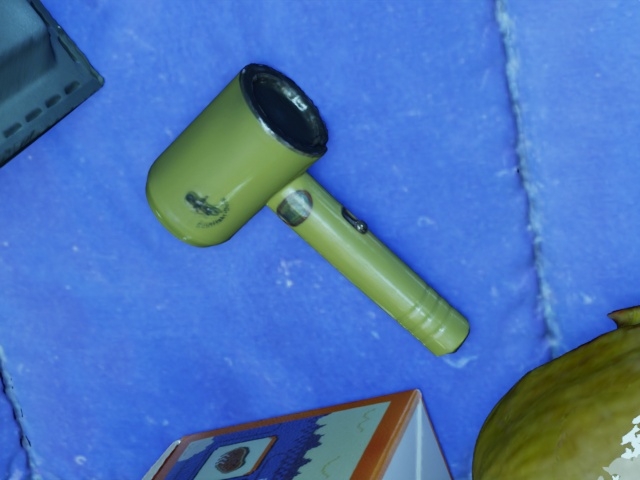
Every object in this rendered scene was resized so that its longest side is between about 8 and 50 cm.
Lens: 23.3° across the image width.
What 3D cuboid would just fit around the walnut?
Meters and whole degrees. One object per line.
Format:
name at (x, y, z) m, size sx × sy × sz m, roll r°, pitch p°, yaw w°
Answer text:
walnut at (0.252, 0.157, 1.159) m, size 0.298 × 0.203 × 0.203 m, roll -27°, pitch 103°, yaw 22°

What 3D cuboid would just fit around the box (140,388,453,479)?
box at (-0.013, 0.360, 1.259) m, size 0.257 × 0.318 × 0.348 m, roll -15°, pitch 109°, yaw 22°

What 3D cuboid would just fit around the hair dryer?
hair dryer at (0.000, 0.000, 1.236) m, size 0.279 × 0.090 × 0.135 m, roll 42°, pitch 118°, yaw -10°

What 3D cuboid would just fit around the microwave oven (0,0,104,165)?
microwave oven at (-0.440, -0.181, 1.202) m, size 0.374 × 0.236 × 0.432 m, roll -34°, pitch 100°, yaw 26°
